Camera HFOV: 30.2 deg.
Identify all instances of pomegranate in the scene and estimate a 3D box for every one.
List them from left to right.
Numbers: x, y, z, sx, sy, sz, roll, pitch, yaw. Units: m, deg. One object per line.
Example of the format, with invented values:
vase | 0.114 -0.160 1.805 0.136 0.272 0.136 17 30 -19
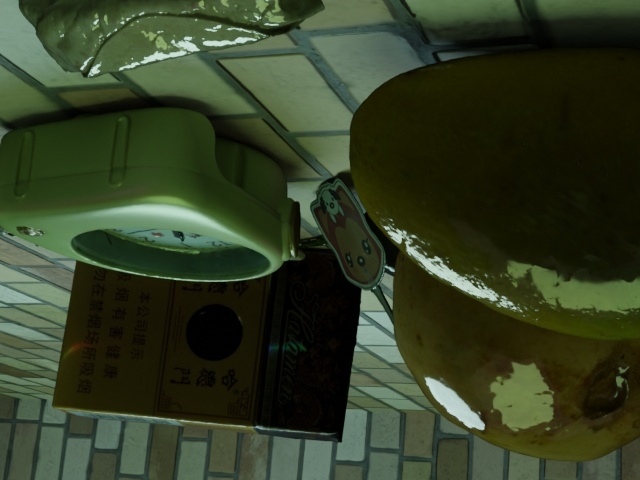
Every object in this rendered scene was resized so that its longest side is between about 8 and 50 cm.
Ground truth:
pomegranate | 0.239 0.063 1.254 0.338 0.338 0.338 5 165 1

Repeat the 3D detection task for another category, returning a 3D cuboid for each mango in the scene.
mango | 0.200 -0.045 0.985 0.364 0.253 0.182 13 -153 1

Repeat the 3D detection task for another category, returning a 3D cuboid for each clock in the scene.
clock | -0.166 -0.037 1.338 0.286 0.117 0.348 -5 163 30

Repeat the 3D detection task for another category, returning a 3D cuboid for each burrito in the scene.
burrito | -0.117 -0.176 0.920 0.275 0.059 0.082 -4 148 29

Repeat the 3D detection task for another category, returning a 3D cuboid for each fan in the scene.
fan | 0.052 0.031 1.383 0.009 0.220 0.132 -26 174 -23

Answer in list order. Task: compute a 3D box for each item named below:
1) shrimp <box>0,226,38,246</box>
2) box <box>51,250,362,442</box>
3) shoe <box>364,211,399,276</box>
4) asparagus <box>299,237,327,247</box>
shrimp | -0.369 -0.039 1.477 0.190 0.073 0.075 -2 151 19
box | -0.154 0.140 1.712 0.415 0.265 0.116 6 165 6
shoe | 0.158 0.029 1.484 0.292 0.109 0.149 11 164 -20
asparagus | 0.000 0.000 1.616 0.016 0.016 0.162 -17 -176 -42
